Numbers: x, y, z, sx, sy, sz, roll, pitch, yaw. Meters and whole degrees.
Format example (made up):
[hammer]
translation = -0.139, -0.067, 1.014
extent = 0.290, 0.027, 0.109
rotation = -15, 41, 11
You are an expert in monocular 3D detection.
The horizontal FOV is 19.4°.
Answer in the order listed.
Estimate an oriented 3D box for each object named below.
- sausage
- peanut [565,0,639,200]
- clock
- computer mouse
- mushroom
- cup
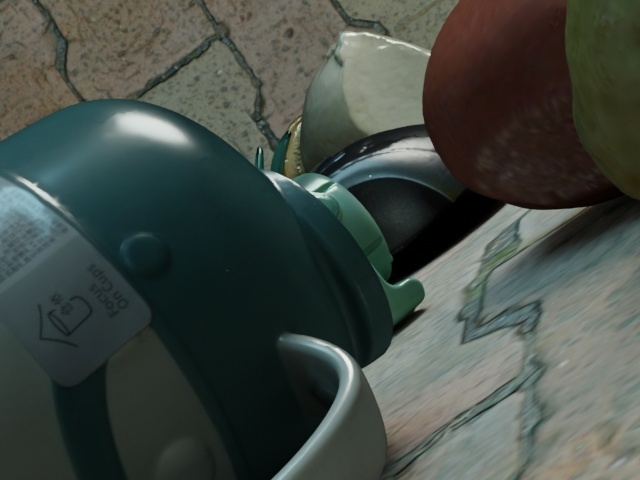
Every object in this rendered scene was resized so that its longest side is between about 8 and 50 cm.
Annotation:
[sausage]
translation = 0.150, -0.094, 0.966
extent = 0.148, 0.148, 0.254
rotation = -40, 2, -38
[peanut]
translation = 0.219, -0.146, 0.740
extent = 0.340, 0.174, 0.158
rotation = -28, 13, 46
[clock]
translation = 0.000, 0.000, 1.138
extent = 0.041, 0.135, 0.101
rotation = -38, 6, -23
[computer mouse]
translation = 0.028, -0.016, 1.342
extent = 0.233, 0.096, 0.137
rotation = -34, 5, 9
[mushroom]
translation = 0.045, -0.109, 1.853
extent = 0.407, 0.154, 0.137
rotation = 151, 130, -71
[cup]
translation = -0.104, 0.078, 0.814
extent = 0.257, 0.219, 0.290
rotation = -38, 35, -25
